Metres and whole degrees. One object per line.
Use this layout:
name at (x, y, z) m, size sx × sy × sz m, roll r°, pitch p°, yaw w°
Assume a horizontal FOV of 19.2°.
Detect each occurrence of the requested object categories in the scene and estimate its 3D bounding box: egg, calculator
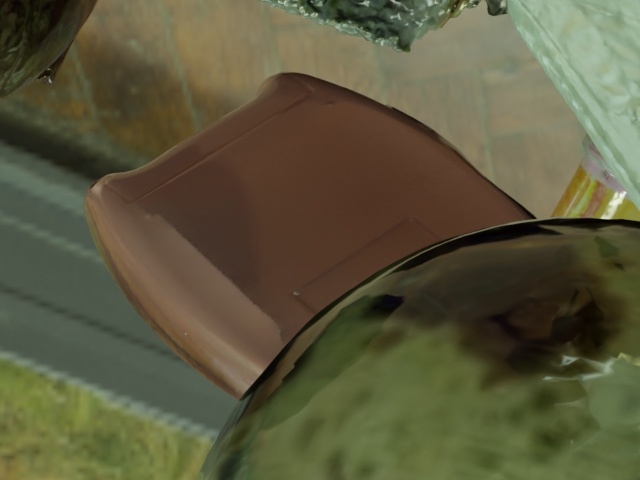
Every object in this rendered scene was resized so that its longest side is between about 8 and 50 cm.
egg at (0.095, 0.201, 0.801) m, size 0.345 × 0.428 × 0.345 m, roll 12°, pitch 168°, yaw 2°
calculator at (0.000, 0.000, 1.136) m, size 0.220 × 0.330 × 0.048 m, roll -33°, pitch 134°, yaw -19°

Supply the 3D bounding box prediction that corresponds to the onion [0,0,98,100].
onion at (-0.263, -0.236, 1.147) m, size 0.354 × 0.353 × 0.353 m, roll -3°, pitch 137°, yaw -3°

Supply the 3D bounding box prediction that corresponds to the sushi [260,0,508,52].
sushi at (0.030, -0.236, 1.344) m, size 0.274 × 0.139 × 0.184 m, roll 24°, pitch 107°, yaw -6°

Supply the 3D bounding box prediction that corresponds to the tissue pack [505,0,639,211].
tissue pack at (0.374, -0.179, 1.361) m, size 0.205 × 0.405 × 0.331 m, roll -8°, pitch 123°, yaw 53°

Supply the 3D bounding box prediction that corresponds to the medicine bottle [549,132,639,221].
medicine bottle at (0.166, 0.114, 1.580) m, size 0.108 × 0.108 × 0.426 m, roll 21°, pitch 106°, yaw -26°
